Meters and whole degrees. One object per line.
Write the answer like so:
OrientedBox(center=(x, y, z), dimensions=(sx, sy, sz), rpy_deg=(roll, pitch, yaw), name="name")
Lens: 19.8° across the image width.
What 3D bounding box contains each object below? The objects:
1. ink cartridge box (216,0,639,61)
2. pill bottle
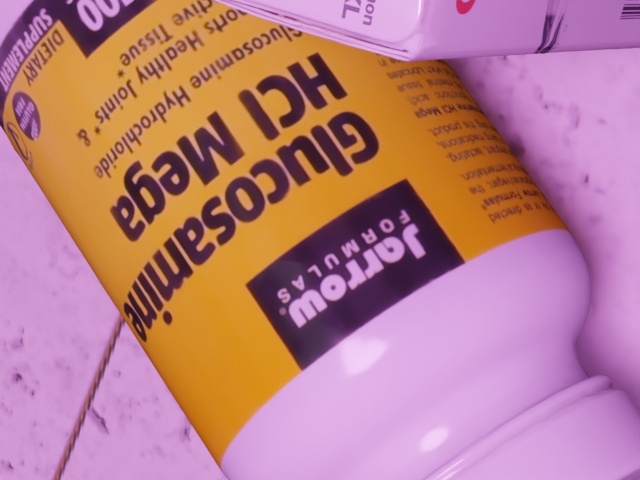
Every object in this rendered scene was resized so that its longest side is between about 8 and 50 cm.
OrientedBox(center=(0.076, -0.166, 0.714), dimensions=(0.100, 0.237, 0.172), rpy_deg=(20, 108, 32), name="ink cartridge box")
OrientedBox(center=(0.000, 0.000, 0.823), dimensions=(0.188, 0.188, 0.334), rpy_deg=(-45, 71, 31), name="pill bottle")
